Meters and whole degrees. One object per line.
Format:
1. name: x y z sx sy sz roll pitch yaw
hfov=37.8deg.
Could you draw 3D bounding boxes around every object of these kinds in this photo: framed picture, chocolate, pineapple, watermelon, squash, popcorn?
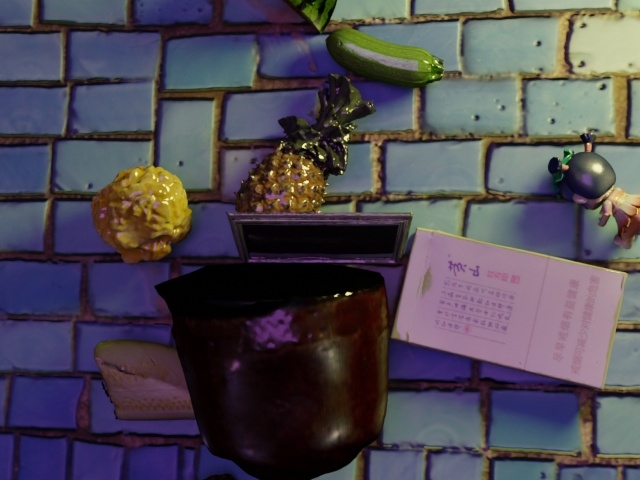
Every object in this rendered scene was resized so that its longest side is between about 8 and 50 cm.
1. framed picture: 0.000 0.000 1.551 0.293 0.231 0.018 0 71 1
2. chocolate: -0.063 0.216 1.520 0.383 0.383 0.332 1 99 8
3. pineapple: -0.029 -0.150 1.639 0.170 0.141 0.310 28 81 34
4. watermelon: -0.029 -0.465 1.677 0.145 0.137 0.193 42 49 10
5. squash: 0.112 -0.321 1.661 0.219 0.068 0.077 16 82 8
6. squash: -0.249 0.231 1.639 0.252 0.169 0.093 -3 41 8
7. popcorn: -0.316 -0.047 1.657 0.179 0.170 0.180 1 69 -3

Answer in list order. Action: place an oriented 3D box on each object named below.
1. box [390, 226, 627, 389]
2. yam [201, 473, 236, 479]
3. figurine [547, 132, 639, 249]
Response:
1. box: 0.319 0.114 1.602 0.365 0.051 0.205 13 87 9
2. yam: -0.265 0.504 1.611 0.279 0.131 0.131 -27 82 4
3. figurine: 0.475 -0.086 1.577 0.195 0.102 0.111 37 57 13
